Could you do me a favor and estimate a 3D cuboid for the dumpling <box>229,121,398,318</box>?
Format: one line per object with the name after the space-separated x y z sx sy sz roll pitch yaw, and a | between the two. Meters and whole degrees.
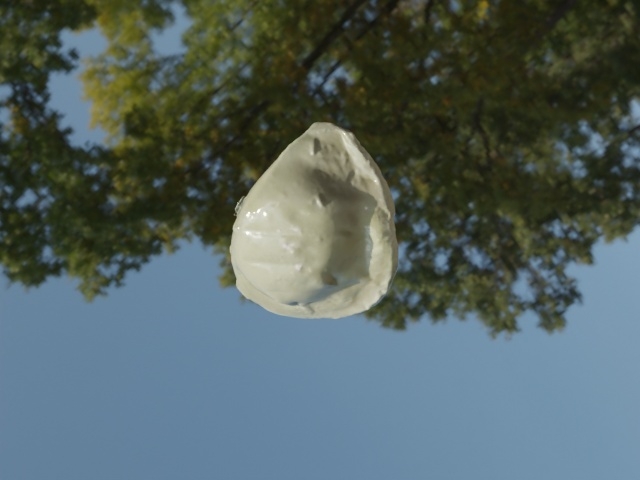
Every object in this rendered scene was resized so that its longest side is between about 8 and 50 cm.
0.000 0.000 0.365 0.059 0.077 0.043 35 -168 7 | dumpling
